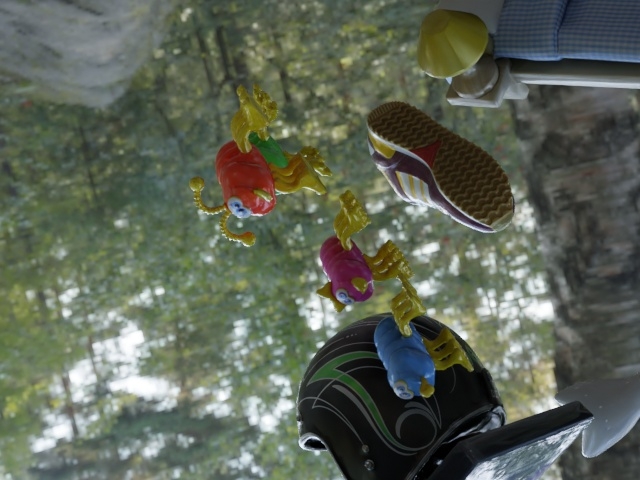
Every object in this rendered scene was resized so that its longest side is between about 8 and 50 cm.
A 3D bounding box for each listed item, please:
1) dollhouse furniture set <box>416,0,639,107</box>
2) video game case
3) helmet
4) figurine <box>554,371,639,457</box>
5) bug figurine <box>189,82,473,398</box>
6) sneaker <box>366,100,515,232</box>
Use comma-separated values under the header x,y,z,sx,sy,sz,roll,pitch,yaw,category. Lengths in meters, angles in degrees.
x,y,z,sx,sy,sz,roll,pitch,yaw,category
0.199,-0.221,0.543,0.286,0.303,0.198,12,161,38,dollhouse furniture set
0.093,0.245,0.841,0.196,0.026,0.274,-3,133,-51,video game case
0.063,0.144,0.906,0.169,0.169,0.161,-18,-133,-37,helmet
0.343,0.181,0.941,0.209,0.215,0.092,-39,161,29,figurine
0.000,0.000,0.788,0.072,0.279,0.216,-38,-158,8,bug figurine
0.118,-0.060,1.006,0.069,0.185,0.084,-33,148,-17,sneaker
